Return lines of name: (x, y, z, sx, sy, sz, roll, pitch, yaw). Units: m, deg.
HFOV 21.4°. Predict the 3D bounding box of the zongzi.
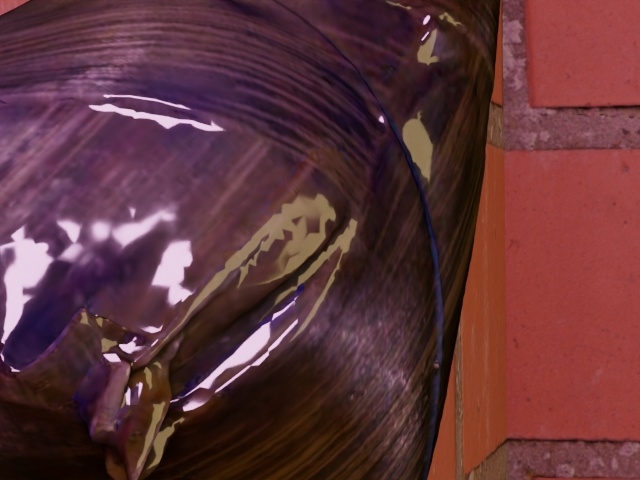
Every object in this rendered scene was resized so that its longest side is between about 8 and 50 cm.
zongzi: (0.000, 0.000, 0.770, 0.432, 0.208, 0.403, -54, 150, -32)
